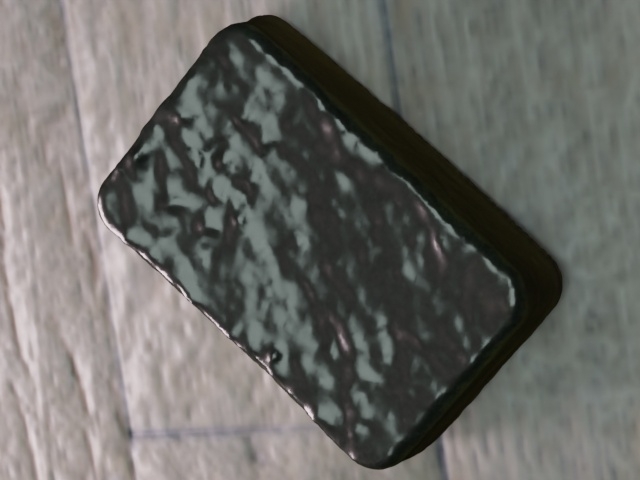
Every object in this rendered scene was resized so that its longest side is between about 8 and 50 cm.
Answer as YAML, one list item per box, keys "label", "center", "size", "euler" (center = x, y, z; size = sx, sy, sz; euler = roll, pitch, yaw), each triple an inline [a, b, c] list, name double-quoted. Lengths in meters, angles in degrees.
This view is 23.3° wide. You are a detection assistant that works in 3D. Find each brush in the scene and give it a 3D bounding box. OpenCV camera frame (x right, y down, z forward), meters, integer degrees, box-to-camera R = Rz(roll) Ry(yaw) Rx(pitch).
- label: "brush"
  center: [0.000, 0.000, 0.706]
  size: [0.197, 0.059, 0.123]
  euler: [42, 110, 10]
